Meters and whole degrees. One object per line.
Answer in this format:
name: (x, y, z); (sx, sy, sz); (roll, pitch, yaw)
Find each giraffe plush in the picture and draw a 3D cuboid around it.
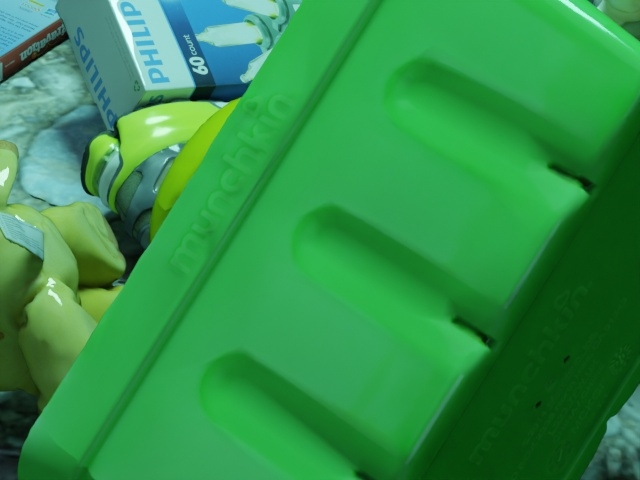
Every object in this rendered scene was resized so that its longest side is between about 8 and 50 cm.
giraffe plush: (-0.213, 0.061, 0.860); (0.171, 0.210, 0.181); (-26, 56, 9)

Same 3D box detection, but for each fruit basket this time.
fruit basket: (0.000, 0.000, 0.790); (0.392, 0.392, 0.283); (46, 8, 36)

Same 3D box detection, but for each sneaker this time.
sneaker: (-0.022, -0.048, 1.070); (0.300, 0.111, 0.121); (-18, 60, -24)

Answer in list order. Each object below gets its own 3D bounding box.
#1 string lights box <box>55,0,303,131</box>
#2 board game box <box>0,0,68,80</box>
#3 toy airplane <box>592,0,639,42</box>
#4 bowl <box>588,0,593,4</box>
string lights box: (-0.064, -0.159, 1.131); (0.260, 0.077, 0.133); (-10, 66, -37)
board game box: (-0.367, -0.216, 1.245); (0.281, 0.027, 0.145); (25, 41, 18)
toy airplane: (0.280, -0.003, 0.897); (0.273, 0.384, 0.386); (-16, 33, -4)
bowl: (0.251, -0.225, 1.179); (0.391, 0.077, 0.391); (2, 79, -12)
